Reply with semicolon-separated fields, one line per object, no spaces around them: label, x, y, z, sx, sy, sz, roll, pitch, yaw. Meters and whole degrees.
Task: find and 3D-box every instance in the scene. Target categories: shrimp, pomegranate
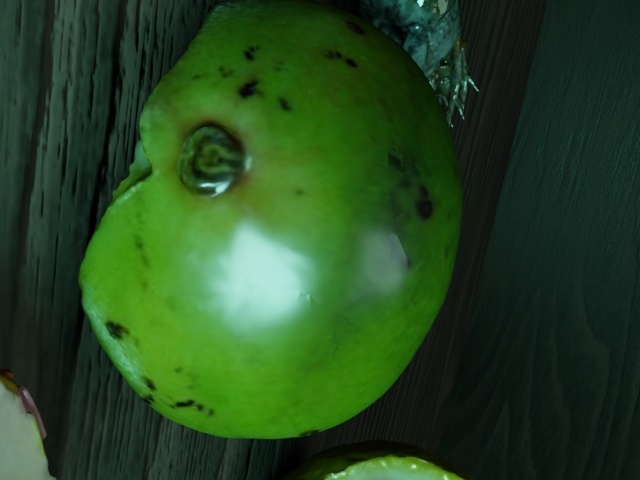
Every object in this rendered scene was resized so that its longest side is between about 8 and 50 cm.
shrimp;0.095;-0.173;0.765;0.172;0.137;0.372;-52;152;-14
pomegranate;0.000;0.000;0.507;0.358;0.215;0.310;44;60;-68

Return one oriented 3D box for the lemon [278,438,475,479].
lemon;0.068;0.426;0.829;0.364;0.363;0.365;15;90;-70

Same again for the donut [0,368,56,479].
donut;-0.192;0.137;0.261;0.199;0.085;0.233;-59;150;-60
